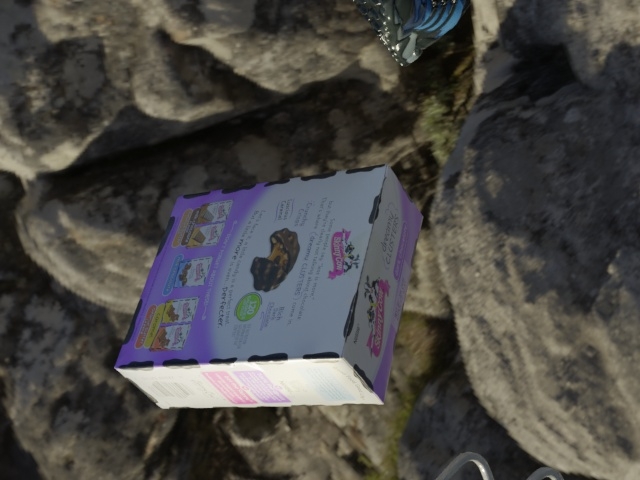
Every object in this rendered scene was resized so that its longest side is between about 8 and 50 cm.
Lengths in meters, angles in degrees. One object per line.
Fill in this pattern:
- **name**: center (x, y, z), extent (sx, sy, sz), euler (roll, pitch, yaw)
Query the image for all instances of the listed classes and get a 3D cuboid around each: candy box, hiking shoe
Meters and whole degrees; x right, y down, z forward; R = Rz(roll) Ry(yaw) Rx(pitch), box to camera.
- **candy box**: center (-0.036, 0.038, 0.784), extent (0.196, 0.165, 0.070), euler (-6, 141, 30)
- **hiking shoe**: center (0.109, -0.303, 1.261), extent (0.132, 0.304, 0.113), euler (-36, 86, 9)

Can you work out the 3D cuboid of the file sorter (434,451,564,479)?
- **file sorter**: center (0.186, 0.270, 0.696), extent (0.277, 0.173, 0.193), euler (1, 119, 44)
